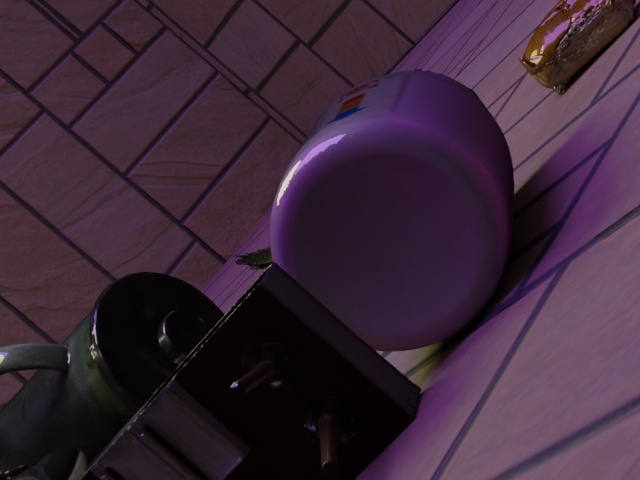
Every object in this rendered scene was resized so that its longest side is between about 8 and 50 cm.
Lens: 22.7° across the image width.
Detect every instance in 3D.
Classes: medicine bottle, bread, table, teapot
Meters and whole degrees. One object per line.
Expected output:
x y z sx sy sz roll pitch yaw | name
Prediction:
0.055 -0.032 1.071 0.152 0.152 0.254 -48 4 16 | medicine bottle
0.215 -0.177 1.341 0.106 0.053 0.072 -41 12 29 | bread
-0.068 0.149 0.945 0.240 0.121 0.111 -48 4 21 | table
-0.246 0.173 1.650 0.337 0.270 0.200 -44 38 38 | teapot

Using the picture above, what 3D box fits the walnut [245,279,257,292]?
-0.038 0.067 1.588 0.092 0.092 0.092 -49 5 5 | walnut

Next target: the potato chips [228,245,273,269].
-0.001 -0.004 1.582 0.202 0.029 0.220 -19 2 16 | potato chips

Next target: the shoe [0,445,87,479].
-0.307 0.262 1.485 0.099 0.112 0.227 -44 12 48 | shoe
